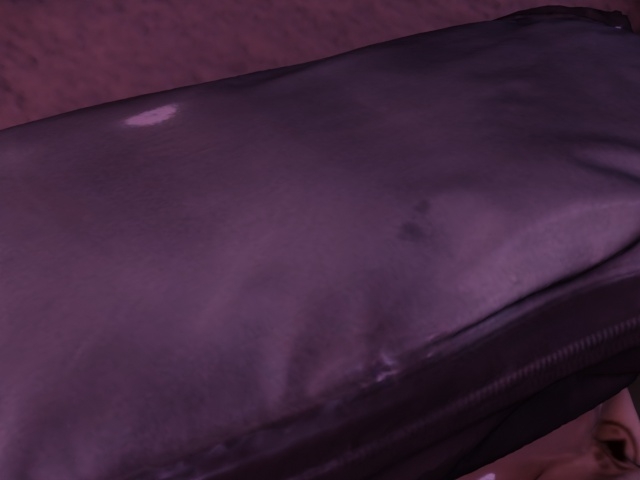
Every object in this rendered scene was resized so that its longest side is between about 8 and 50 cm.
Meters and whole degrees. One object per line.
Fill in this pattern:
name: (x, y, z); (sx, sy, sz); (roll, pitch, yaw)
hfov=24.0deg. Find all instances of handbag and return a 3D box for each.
handbag: (0.003, -0.001, 0.432); (0.332, 0.191, 0.075); (-19, 122, -25)

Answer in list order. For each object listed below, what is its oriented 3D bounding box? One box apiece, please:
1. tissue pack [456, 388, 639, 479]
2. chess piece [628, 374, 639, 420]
tissue pack: (-0.064, 0.185, 0.325); (0.390, 0.195, 0.375); (-11, 39, -6)
chess piece: (0.189, -0.021, 0.569); (0.182, 0.182, 0.330); (16, 66, -12)
